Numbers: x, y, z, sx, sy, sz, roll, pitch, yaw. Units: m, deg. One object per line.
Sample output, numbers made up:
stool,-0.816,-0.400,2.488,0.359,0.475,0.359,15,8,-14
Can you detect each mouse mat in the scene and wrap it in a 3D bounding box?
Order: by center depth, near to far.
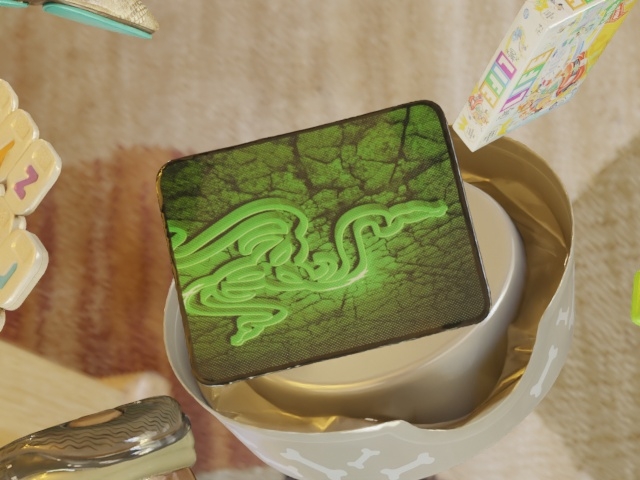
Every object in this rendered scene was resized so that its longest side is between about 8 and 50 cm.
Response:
mouse mat,0.000,0.000,1.167,0.189,0.007,0.153,-14,71,3

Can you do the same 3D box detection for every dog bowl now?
dog bowl,0.050,0.055,1.552,0.348,0.102,0.349,-13,42,12

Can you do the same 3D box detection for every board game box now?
board game box,0.163,-0.133,1.345,0.103,0.154,0.026,-28,71,-29

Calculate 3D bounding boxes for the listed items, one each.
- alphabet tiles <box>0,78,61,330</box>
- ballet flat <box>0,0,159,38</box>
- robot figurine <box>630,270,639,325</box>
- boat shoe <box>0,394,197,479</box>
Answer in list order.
alphabet tiles,-0.357,-0.010,1.838,0.278,0.021,0.284,-52,46,13
ballet flat,-0.222,-0.212,1.512,0.073,0.206,0.067,8,89,64
robot figurine,0.274,0.053,1.349,0.101,0.115,0.067,-19,58,49
boat shoe,-0.134,0.175,0.862,0.122,0.324,0.120,-18,77,-29
